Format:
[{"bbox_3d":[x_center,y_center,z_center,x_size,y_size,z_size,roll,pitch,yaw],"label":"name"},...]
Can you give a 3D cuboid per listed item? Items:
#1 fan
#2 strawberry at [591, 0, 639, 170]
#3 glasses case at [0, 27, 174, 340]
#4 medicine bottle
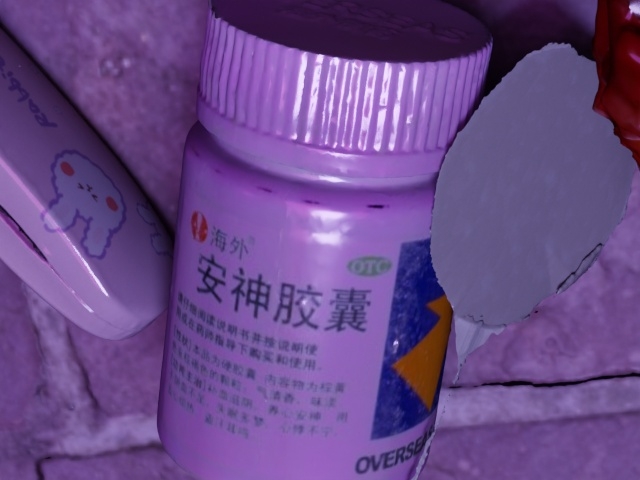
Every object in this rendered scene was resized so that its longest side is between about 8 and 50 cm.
[{"bbox_3d":[0.100,0.033,1.130,0.010,0.182,0.310,29,97,43],"label":"fan"},{"bbox_3d":[0.285,-0.192,0.981,0.317,0.295,0.345,-14,73,37],"label":"strawberry"},{"bbox_3d":[-0.202,-0.061,1.208,0.075,0.113,0.297,-38,99,26],"label":"glasses case"},{"bbox_3d":[0.000,0.000,1.147,0.178,0.178,0.291,13,113,9],"label":"medicine bottle"}]
